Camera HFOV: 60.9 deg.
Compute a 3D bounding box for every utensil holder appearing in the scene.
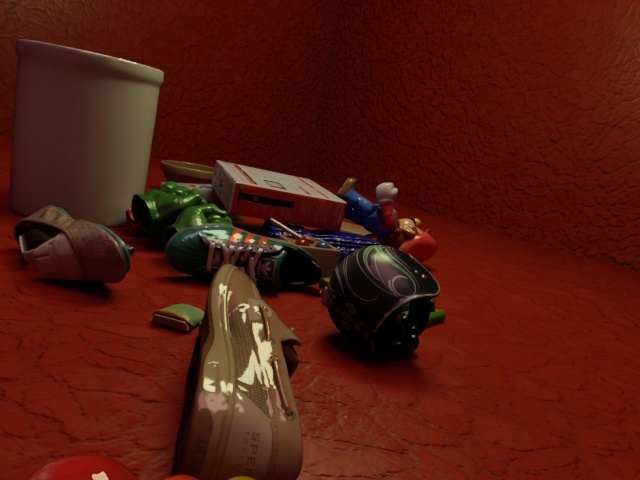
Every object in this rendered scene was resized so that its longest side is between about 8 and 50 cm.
[{"bbox_3d":[-0.577,-0.254,1.331,0.327,0.386,0.327,12,11,-2],"label":"utensil holder"}]

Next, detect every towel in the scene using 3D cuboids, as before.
[{"bbox_3d":[0.000,0.000,1.442,0.308,0.076,0.227,9,12,-15],"label":"towel"}]

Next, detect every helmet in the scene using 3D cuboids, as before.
[{"bbox_3d":[0.091,0.086,0.852,0.169,0.169,0.161,3,31,-37],"label":"helmet"}]

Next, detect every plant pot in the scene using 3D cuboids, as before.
[{"bbox_3d":[-0.479,-0.224,2.028,0.237,0.110,0.237,12,11,-2],"label":"plant pot"}]

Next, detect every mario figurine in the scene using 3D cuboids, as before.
[{"bbox_3d":[0.199,-0.060,1.568,0.320,0.170,0.198,35,5,8],"label":"mario figurine"}]

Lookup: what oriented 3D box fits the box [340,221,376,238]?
[{"bbox_3d":[0.088,-0.042,1.904,0.201,0.021,0.164,16,12,21],"label":"box"}]

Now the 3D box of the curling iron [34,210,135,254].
[{"bbox_3d":[-0.495,-0.021,1.140,0.273,0.035,0.068,16,12,24],"label":"curling iron"}]

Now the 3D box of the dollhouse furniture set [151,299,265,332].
[{"bbox_3d":[-0.162,0.101,0.788,0.151,0.059,0.076,13,10,10],"label":"dollhouse furniture set"}]

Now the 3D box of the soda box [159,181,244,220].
[{"bbox_3d":[-0.343,-0.113,1.614,0.091,0.098,0.286,20,14,30],"label":"soda box"}]

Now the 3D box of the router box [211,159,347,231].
[{"bbox_3d":[-0.127,-0.129,1.507,0.301,0.082,0.335,9,13,-21],"label":"router box"}]

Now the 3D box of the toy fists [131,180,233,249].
[{"bbox_3d":[-0.282,-0.043,1.162,0.142,0.096,0.279,-13,36,-41],"label":"toy fists"}]

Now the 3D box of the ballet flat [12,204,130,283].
[{"bbox_3d":[-0.427,0.017,0.903,0.106,0.108,0.316,-25,27,-38],"label":"ballet flat"}]

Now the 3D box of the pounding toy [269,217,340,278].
[{"bbox_3d":[-0.043,0.019,1.227,0.130,0.100,0.141,7,12,-25],"label":"pounding toy"}]

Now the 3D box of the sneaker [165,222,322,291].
[{"bbox_3d":[-0.133,0.035,1.032,0.302,0.108,0.121,7,7,-31],"label":"sneaker"}]

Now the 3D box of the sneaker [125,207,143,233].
[{"bbox_3d":[-0.366,-0.028,1.277,0.221,0.087,0.128,19,32,27],"label":"sneaker"}]

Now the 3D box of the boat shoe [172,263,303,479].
[{"bbox_3d":[-0.082,0.132,0.588,0.110,0.122,0.341,14,20,-12],"label":"boat shoe"}]

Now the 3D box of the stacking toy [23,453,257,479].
[{"bbox_3d":[-0.028,0.195,0.308,0.330,0.141,0.141,6,10,11],"label":"stacking toy"}]

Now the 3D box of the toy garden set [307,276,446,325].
[{"bbox_3d":[0.093,0.105,1.059,0.244,0.049,0.203,20,13,38],"label":"toy garden set"}]
